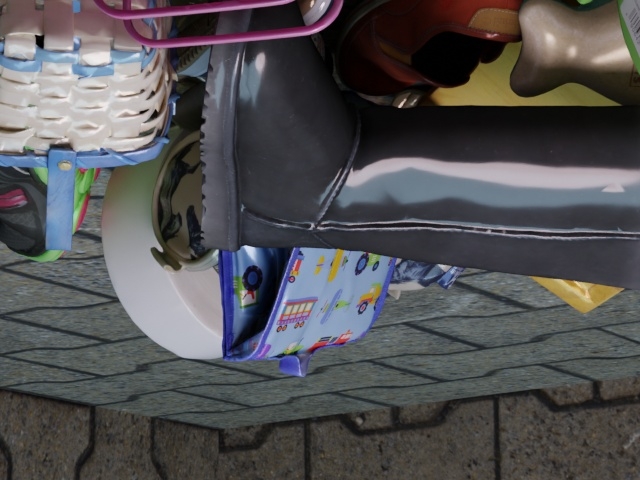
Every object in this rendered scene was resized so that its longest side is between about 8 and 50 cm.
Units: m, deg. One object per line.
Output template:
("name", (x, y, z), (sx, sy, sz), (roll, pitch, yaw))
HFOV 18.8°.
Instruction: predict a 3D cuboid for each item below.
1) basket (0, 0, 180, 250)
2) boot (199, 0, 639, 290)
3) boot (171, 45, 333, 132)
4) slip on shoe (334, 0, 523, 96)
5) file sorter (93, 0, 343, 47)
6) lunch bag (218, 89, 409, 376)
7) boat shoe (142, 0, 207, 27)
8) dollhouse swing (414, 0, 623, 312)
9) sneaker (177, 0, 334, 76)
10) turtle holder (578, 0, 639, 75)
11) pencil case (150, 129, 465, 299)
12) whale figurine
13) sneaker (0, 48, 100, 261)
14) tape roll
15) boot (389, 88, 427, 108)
("basket", (-0.227, -0.164, 1.732), (0.201, 0.254, 0.289), (-1, 147, -5))
("boot", (0.123, -0.093, 1.710), (0.445, 0.146, 0.367), (7, 152, 1))
("boot", (-0.108, -0.169, 2.077), (0.190, 0.076, 0.208), (9, 169, -33))
("slip on shoe", (0.105, -0.195, 1.907), (0.123, 0.101, 0.331), (4, 166, -24))
("file sorter", (-0.107, -0.274, 1.423), (0.202, 0.182, 0.291), (-5, 165, 16))
("lunch bag", (0.000, 0.000, 2.001), (0.138, 0.293, 0.221), (15, -167, 31))
("boat shoe", (-0.148, -0.233, 1.852), (0.050, 0.045, 0.135), (23, 152, -35))
("dollhouse swing", (0.334, -0.143, 2.082), (0.315, 0.305, 0.347), (-38, 177, -40))
("sneaker", (-0.025, -0.209, 1.847), (0.153, 0.099, 0.282), (10, 166, -31))
("turtle holder", (0.363, -0.245, 1.555), (0.227, 0.243, 0.320), (-12, 129, -17))
("pencil case", (-0.008, -0.027, 2.200), (0.410, 0.183, 0.160), (6, -167, -45))
("whale figurine", (0.307, -0.195, 1.801), (0.272, 0.141, 0.216), (-3, 127, -6))
("sneaker", (-0.343, -0.114, 2.139), (0.202, 0.185, 0.483), (18, 161, -3))
("tape roll", (-0.120, -0.006, 2.269), (0.286, 0.286, 0.100), (13, 161, -43))
("boot", (0.183, -0.094, 2.274), (0.090, 0.248, 0.207), (-41, -175, 20))
